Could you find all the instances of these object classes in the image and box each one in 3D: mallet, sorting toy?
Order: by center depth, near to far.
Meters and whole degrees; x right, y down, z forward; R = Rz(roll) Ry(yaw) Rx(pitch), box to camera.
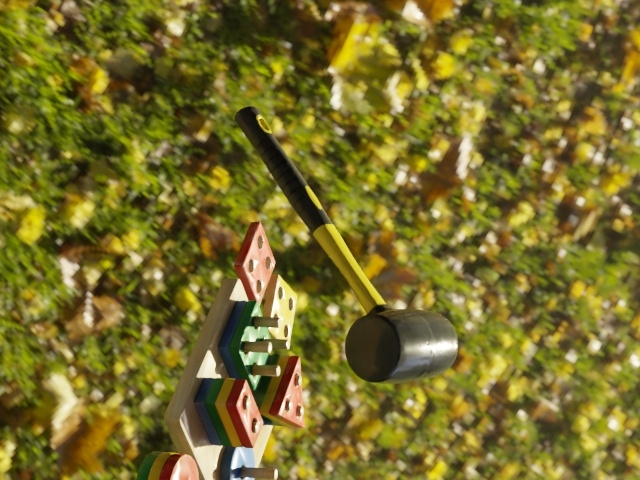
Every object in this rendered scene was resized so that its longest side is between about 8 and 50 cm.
[{"bbox_3d":[0.000,0.000,0.723,0.039,0.189,0.062,-46,161,27],"label":"mallet"},{"bbox_3d":[-0.048,0.112,0.949,0.274,0.046,0.132,-70,153,-44],"label":"sorting toy"}]
